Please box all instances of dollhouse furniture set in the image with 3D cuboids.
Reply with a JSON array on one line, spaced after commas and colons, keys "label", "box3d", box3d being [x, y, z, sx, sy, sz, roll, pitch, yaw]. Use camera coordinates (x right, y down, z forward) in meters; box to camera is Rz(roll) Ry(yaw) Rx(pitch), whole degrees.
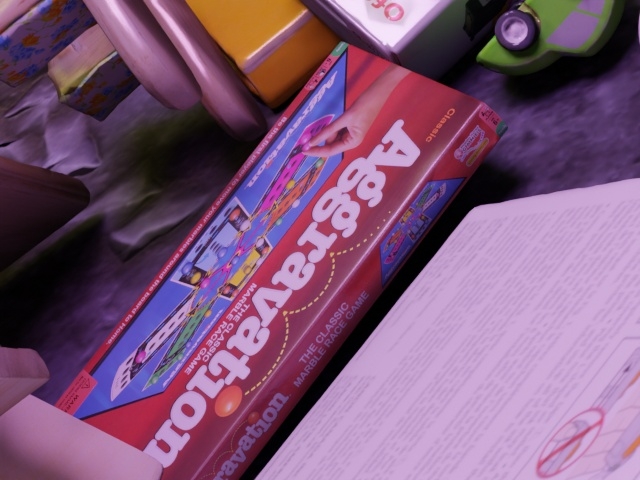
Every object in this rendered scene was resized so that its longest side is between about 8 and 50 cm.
[{"label": "dollhouse furniture set", "box3d": [-0.221, 0.016, 1.006, 0.362, 0.394, 0.256, -36, 78, 9]}]

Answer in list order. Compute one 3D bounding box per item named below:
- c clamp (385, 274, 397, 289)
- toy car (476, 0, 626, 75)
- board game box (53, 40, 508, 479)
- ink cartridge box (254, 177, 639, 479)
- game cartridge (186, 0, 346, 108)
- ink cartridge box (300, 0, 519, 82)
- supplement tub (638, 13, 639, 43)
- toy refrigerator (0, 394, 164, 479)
[{"label": "c clamp", "box3d": [0.000, 0.000, 1.043, 0.137, 0.022, 0.161, -32, 35, 12]}, {"label": "toy car", "box3d": [0.172, -0.165, 1.007, 0.225, 0.053, 0.239, -49, -1, 17]}, {"label": "board game box", "box3d": [-0.032, 0.025, 1.010, 0.281, 0.027, 0.145, -52, 37, -5]}, {"label": "ink cartridge box", "box3d": [0.071, 0.112, 0.679, 0.308, 0.091, 0.385, -50, 14, -15]}, {"label": "game cartridge", "box3d": [0.033, -0.250, 1.276, 0.323, 0.053, 0.285, -38, 34, -2]}, {"label": "ink cartridge box", "box3d": [0.067, -0.187, 1.101, 0.175, 0.072, 0.127, -43, 67, -5]}, {"label": "supplement tub", "box3d": [0.212, -0.099, 0.915, 0.071, 0.071, 0.107, -50, 36, -14]}, {"label": "toy refrigerator", "box3d": [-0.155, 0.181, 0.821, 0.102, 0.094, 0.269, -60, 4, 26]}]
